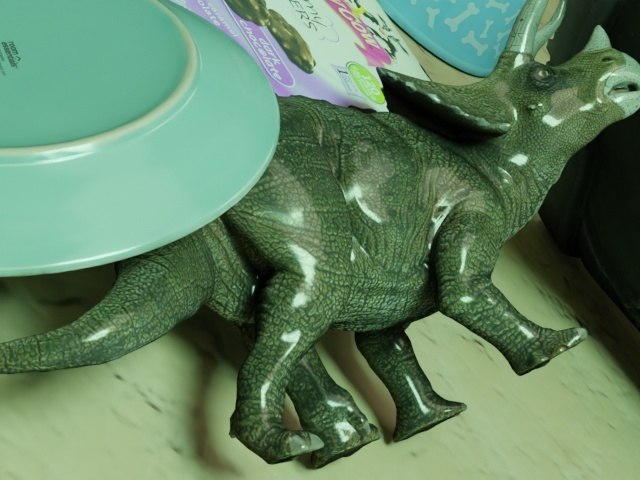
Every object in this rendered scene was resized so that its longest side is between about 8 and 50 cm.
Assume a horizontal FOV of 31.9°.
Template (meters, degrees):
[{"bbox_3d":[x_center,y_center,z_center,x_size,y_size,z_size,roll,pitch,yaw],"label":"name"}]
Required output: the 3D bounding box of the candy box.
[{"bbox_3d":[-0.040,-0.103,0.563,0.196,0.070,0.165,0,53,-52],"label":"candy box"}]

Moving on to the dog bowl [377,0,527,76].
[{"bbox_3d":[0.096,-0.260,0.941,0.166,0.074,0.297,28,32,-28],"label":"dog bowl"}]

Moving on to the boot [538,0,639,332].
[{"bbox_3d":[0.285,0.073,0.544,0.445,0.146,0.367,61,-3,24],"label":"boot"}]

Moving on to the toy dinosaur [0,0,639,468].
[{"bbox_3d":[0.000,0.000,0.440,0.313,0.121,0.160,-14,71,-31],"label":"toy dinosaur"}]

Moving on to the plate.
[{"bbox_3d":[-0.106,-0.057,0.374,0.188,0.024,0.188,7,39,-5],"label":"plate"}]
